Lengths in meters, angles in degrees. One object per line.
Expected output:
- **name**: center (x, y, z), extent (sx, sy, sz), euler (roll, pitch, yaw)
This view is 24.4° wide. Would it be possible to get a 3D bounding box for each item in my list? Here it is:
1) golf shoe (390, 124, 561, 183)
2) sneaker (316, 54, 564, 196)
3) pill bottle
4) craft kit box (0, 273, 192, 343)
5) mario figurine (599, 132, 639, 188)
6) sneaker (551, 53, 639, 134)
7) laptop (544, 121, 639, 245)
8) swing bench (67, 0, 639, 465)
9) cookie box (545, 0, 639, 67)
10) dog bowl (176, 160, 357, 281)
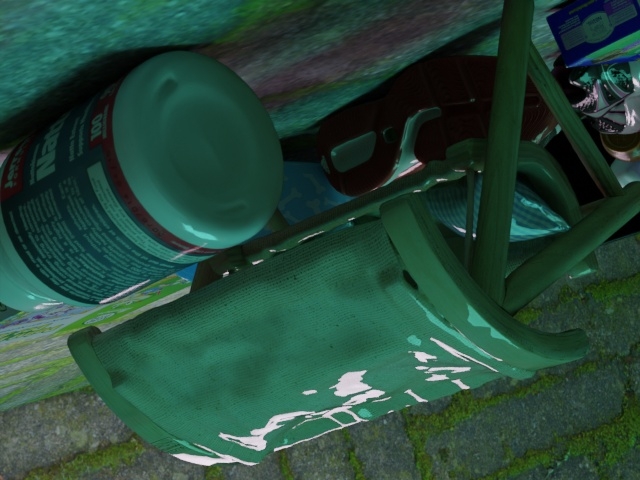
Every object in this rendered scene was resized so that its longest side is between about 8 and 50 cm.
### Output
- **golf shoe**: center (0.135, -0.067, 1.313), extent (0.094, 0.077, 0.198), euler (-14, 173, -38)
- **sneaker**: center (0.107, -0.096, 1.056), extent (0.128, 0.087, 0.221), euler (-24, -169, -41)
- **pill bottle**: center (-0.116, -0.023, 0.815), extent (0.180, 0.108, 0.108), euler (-25, 171, 41)
- **craft kit box**: center (-0.196, 0.030, 1.295), extent (0.247, 0.061, 0.250), euler (-20, 174, 36)
- **mario figurine**: center (0.393, -0.093, 1.381), extent (0.198, 0.170, 0.320), euler (19, -170, 36)
- **sneaker**: center (0.214, -0.127, 1.148), extent (0.077, 0.072, 0.178), euler (-7, 166, 3)
- **laptop**: center (0.243, -0.041, 1.568), extent (0.234, 0.136, 0.264), euler (-17, 173, -6)
- **swing bench**: center (0.031, 0.017, 0.891), extent (0.253, 0.165, 0.254), euler (-22, -157, 36)
- **cookie box**: center (0.219, -0.152, 0.988), extent (0.092, 0.040, 0.107), euler (-25, 172, 40)
- **dog bowl**: center (0.000, 0.000, 1.216), extent (0.166, 0.074, 0.297), euler (-8, 167, 28)
